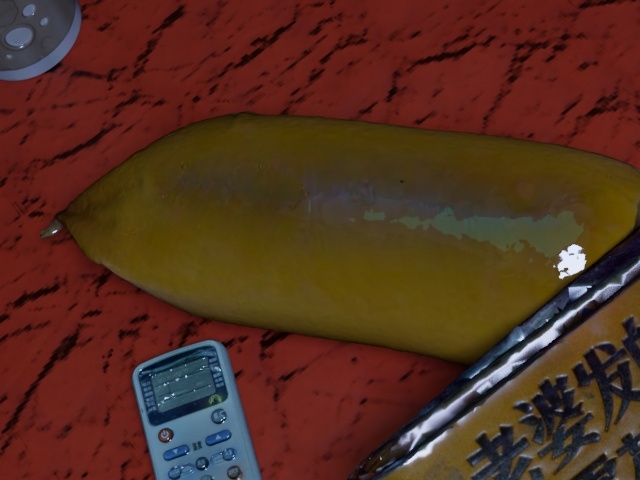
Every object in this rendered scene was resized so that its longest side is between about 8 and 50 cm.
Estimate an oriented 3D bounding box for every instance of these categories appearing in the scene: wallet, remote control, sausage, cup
[{"bbox_3d":[0.128,0.103,0.716,0.195,0.042,0.161,-36,96,-9],"label":"wallet"},{"bbox_3d":[-0.057,0.107,0.829,0.053,0.018,0.124,-19,58,4],"label":"remote control"},{"bbox_3d":[0.001,-0.005,0.828,0.328,0.112,0.112,8,64,22],"label":"sausage"},{"bbox_3d":[-0.199,-0.152,0.968,0.102,0.099,0.074,15,66,23],"label":"cup"}]
